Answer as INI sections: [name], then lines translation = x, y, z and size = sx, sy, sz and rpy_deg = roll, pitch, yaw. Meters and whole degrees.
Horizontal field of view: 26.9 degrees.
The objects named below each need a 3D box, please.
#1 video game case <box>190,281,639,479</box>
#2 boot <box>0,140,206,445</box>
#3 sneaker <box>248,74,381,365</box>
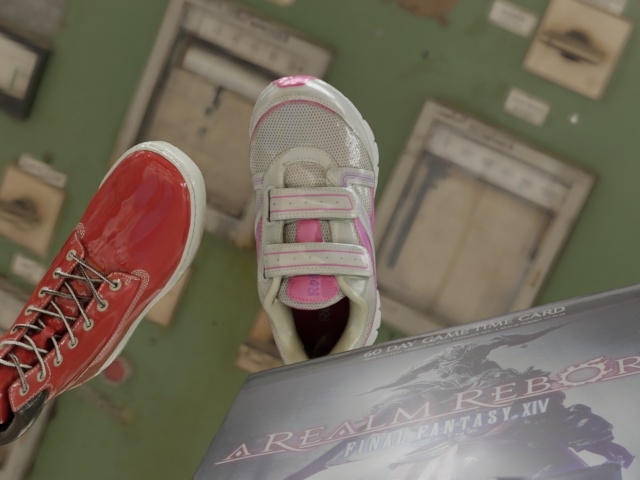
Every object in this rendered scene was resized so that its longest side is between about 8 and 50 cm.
[video game case]
translation = 0.042, 0.081, 0.403
size = 0.196, 0.026, 0.274
rpy_deg = -14, 15, 14
[boot]
translation = -0.182, 0.046, 0.990
size = 0.088, 0.244, 0.176
rpy_deg = 36, 31, 7
[sneaker]
translation = 0.000, 0.000, 1.024
size = 0.103, 0.252, 0.111
rpy_deg = -8, 20, 7
